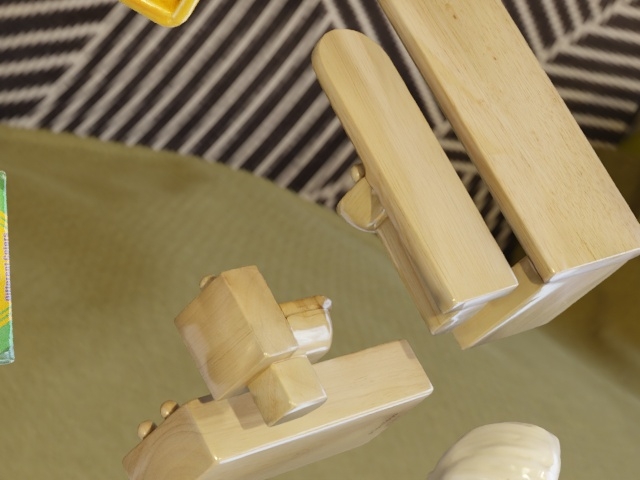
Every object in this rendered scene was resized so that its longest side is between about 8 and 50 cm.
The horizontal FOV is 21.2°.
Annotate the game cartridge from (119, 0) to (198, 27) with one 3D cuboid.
[{"bbox_3d":[-0.192,-0.327,1.336,0.285,0.323,0.052,30,125,-12],"label":"game cartridge"}]

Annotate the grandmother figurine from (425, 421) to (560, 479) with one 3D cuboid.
[{"bbox_3d":[0.117,0.272,1.085,0.104,0.208,0.342,-7,109,-12],"label":"grandmother figurine"}]

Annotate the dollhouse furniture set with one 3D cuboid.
[{"bbox_3d":[0.000,0.000,0.633,0.144,0.123,0.151,-13,158,-43],"label":"dollhouse furniture set"}]

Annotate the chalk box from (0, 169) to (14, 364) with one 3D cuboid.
[{"bbox_3d":[-0.433,0.027,1.476,0.289,0.179,0.180,-1,86,-50],"label":"chalk box"}]
